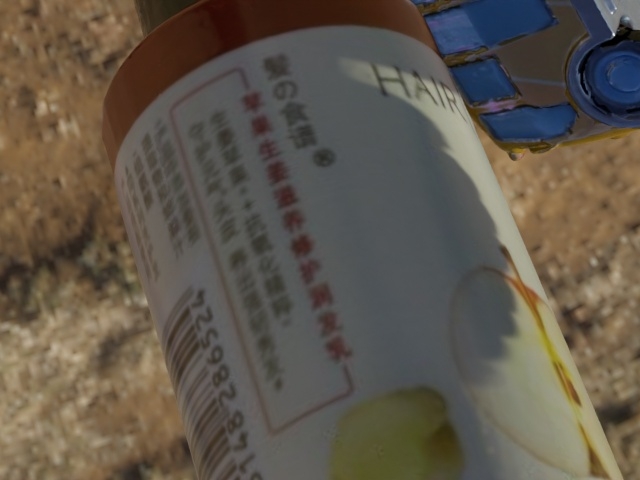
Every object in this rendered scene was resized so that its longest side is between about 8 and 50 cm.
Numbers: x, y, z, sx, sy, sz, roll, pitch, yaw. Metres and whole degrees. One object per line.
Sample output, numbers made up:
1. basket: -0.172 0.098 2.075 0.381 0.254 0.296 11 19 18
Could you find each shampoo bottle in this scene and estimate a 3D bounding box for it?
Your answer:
1. shampoo bottle: 0.000 0.000 0.495 0.104 0.278 0.104 -15 150 -9

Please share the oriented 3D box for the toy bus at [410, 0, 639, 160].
1. toy bus: 0.111 -0.143 0.952 0.136 0.126 0.209 -19 119 31
